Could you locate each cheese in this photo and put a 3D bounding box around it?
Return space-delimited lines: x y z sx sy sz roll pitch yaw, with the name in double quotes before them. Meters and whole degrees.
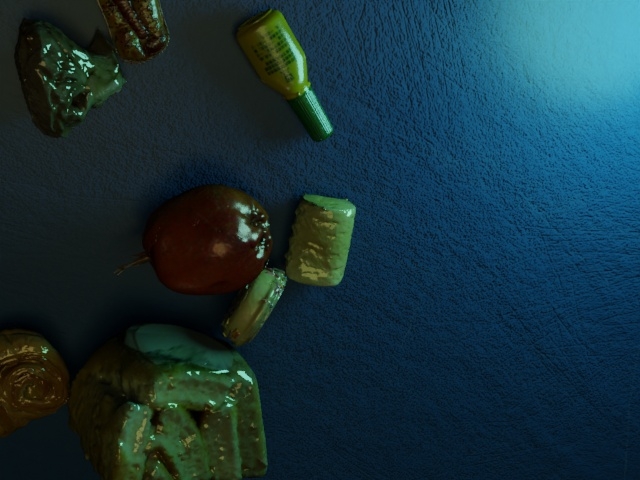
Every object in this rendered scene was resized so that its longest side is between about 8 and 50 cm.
"cheese" 0.000 0.000 1.853 0.123 0.094 0.167 6 108 -19

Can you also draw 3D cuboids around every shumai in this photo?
"shumai" -0.422 -0.287 1.609 0.176 0.166 0.205 -18 138 -17

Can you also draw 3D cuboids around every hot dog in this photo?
"hot dog" -0.329 -0.404 1.641 0.108 0.059 0.191 -19 115 -3

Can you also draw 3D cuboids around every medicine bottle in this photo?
"medicine bottle" -0.056 -0.297 1.745 0.095 0.064 0.260 -32 114 0

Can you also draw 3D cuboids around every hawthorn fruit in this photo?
"hawthorn fruit" -0.237 0.009 1.740 0.299 0.211 0.211 -18 113 -1

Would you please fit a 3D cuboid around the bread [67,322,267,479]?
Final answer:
"bread" -0.254 0.304 1.810 0.395 0.239 0.263 5 107 -36

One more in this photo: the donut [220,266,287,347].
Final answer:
"donut" -0.133 0.123 1.826 0.068 0.174 0.174 32 99 -10

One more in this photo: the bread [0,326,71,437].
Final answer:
"bread" -0.596 0.266 1.781 0.236 0.120 0.198 -25 115 -6
